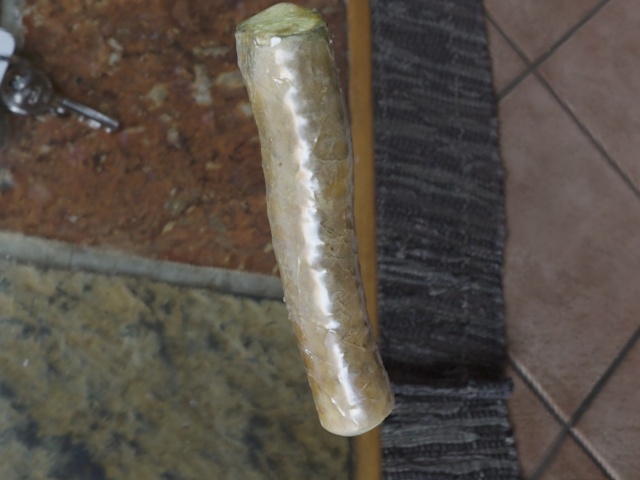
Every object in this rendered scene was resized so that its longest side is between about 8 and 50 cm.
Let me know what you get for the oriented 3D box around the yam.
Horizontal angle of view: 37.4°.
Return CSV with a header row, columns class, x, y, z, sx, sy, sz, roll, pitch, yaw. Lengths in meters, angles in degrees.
class,x,y,z,sx,sy,sz,roll,pitch,yaw
yam,0.000,0.000,0.617,0.066,0.066,0.299,-27,120,-31
